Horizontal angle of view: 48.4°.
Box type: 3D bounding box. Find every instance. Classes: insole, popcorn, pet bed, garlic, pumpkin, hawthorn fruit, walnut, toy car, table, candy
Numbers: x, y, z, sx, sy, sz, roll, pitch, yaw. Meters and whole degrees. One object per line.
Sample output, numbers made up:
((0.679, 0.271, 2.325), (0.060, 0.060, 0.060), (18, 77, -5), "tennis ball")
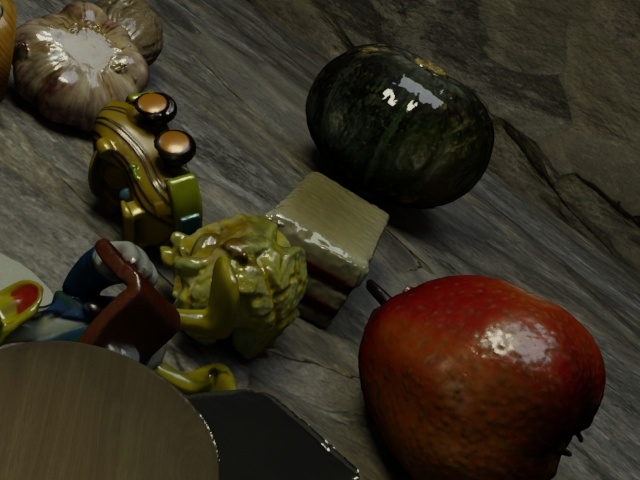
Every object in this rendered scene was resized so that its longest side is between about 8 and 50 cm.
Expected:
((-0.401, 0.022, 0.842), (0.197, 0.004, 0.065), (33, 24, 5), "insole")
((-0.115, 0.051, 0.925), (0.188, 0.167, 0.185), (7, 32, -39), "popcorn")
((-0.092, 0.242, 0.607), (0.183, 0.159, 0.211), (30, 15, 36), "pet bed")
((-0.427, -0.298, 1.258), (0.245, 0.160, 0.244), (12, 64, -25), "garlic")
((0.180, -0.255, 1.655), (0.455, 0.344, 0.454), (26, 18, -9), "pumpkin")
((0.176, 0.158, 0.918), (0.285, 0.284, 0.369), (7, 29, -43), "hawthorn fruit")
((-0.428, -0.432, 1.516), (0.178, 0.178, 0.230), (23, 29, -17), "walnut")
((-0.264, -0.095, 1.037), (0.142, 0.200, 0.247), (-17, 55, -23), "toy car")
((-0.186, 0.204, 0.459), (0.167, 0.226, 0.167), (25, 23, -12), "table")
((0.000, 0.000, 1.202), (0.179, 0.135, 0.320), (33, 24, 1), "candy")

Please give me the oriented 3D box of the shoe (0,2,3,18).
((-0.507, -0.190, 0.902), (0.210, 0.132, 0.342), (45, 51, -9), "shoe")

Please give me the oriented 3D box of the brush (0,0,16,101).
((-0.582, -0.322, 1.126), (0.166, 0.174, 0.267), (7, 20, -28), "brush")

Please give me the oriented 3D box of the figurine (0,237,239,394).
((-0.233, 0.101, 0.668), (0.339, 0.283, 0.204), (1, 76, -20), "figurine")
